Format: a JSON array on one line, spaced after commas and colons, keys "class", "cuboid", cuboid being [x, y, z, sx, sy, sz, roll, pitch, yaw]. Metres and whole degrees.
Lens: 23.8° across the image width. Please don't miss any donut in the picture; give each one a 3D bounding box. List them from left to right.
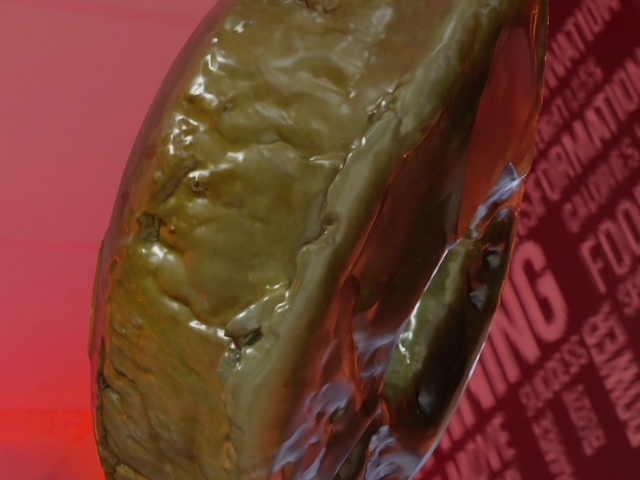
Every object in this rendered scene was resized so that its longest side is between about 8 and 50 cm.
[{"class": "donut", "cuboid": [0.000, 0.000, 0.729, 0.330, 0.160, 0.330, -49, -24, -30]}]
